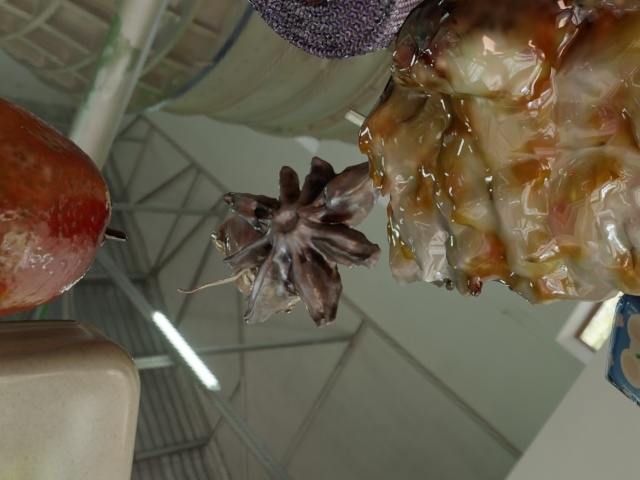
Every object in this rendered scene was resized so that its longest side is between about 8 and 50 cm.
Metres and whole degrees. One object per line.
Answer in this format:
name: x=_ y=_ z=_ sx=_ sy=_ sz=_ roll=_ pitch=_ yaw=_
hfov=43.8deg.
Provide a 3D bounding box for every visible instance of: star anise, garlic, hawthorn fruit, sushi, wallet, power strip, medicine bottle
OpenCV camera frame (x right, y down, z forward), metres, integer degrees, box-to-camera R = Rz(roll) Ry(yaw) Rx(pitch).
star anise: x=0.000 y=0.000 z=1.177 sx=0.359 sy=0.316 sz=0.139 roll=29 pitch=-175 yaw=34
garlic: x=-0.118 y=0.061 z=1.391 sx=0.207 sy=0.207 sz=0.256 roll=35 pitch=-119 yaw=20
hawthorn fruit: x=-0.392 y=-0.028 z=1.023 sx=0.284 sy=0.285 sz=0.368 roll=41 pitch=-167 yaw=34
sushi: x=0.233 y=-0.075 z=0.423 sx=0.417 sy=0.176 sz=0.417 roll=-6 pitch=-176 yaw=0
wallet: x=0.399 y=0.156 z=0.878 sx=0.059 sy=0.141 sz=0.202 roll=-10 pitch=-150 yaw=-15
power strip: x=0.076 y=-0.166 z=1.164 sx=0.090 sy=0.016 sz=0.040 roll=31 pitch=-166 yaw=7
medicine bottle: x=-0.297 y=0.261 z=0.707 sx=0.282 sy=0.375 sz=0.123 roll=1 pitch=-167 yaw=-46

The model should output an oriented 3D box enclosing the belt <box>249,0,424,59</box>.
belt: x=-0.001 y=-0.338 z=0.784 sx=0.122 sy=0.260 sz=0.325 roll=-28 pitch=-89 yaw=-38
